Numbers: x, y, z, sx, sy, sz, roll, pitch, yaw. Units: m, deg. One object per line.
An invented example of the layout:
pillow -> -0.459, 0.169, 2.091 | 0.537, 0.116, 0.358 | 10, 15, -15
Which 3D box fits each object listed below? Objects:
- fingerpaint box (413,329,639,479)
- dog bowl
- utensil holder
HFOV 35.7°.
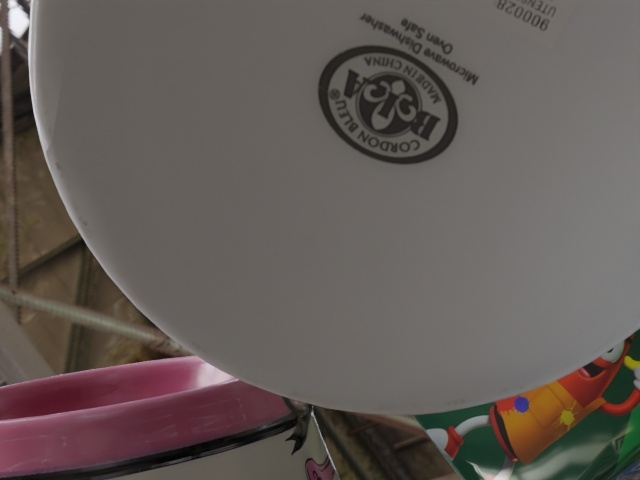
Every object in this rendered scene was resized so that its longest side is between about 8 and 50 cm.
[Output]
fingerpaint box -> 0.348, 0.078, 0.901 | 0.445, 0.371, 0.163 | 8, -142, -55
dog bowl -> -0.182, 0.198, 0.875 | 0.408, 0.408, 0.150 | -8, -89, -43
utensil holder -> 0.034, -0.119, 0.571 | 0.327, 0.327, 0.385 | 45, -166, -12
